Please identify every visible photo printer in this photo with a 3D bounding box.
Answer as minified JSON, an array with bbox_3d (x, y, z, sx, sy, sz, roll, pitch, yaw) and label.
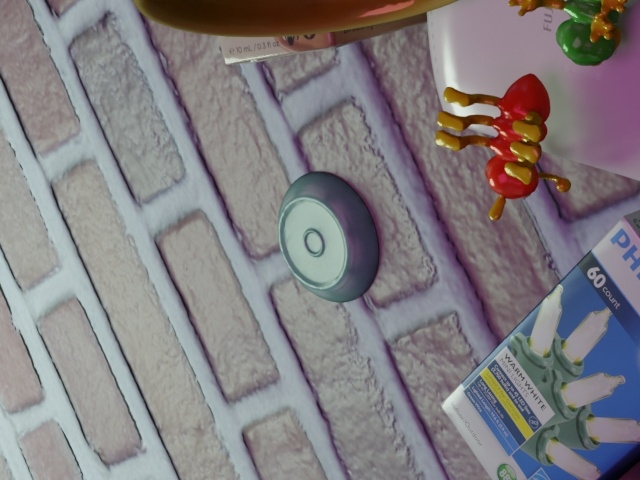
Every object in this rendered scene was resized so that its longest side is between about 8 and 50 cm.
[{"bbox_3d":[0.204,-0.176,1.292,0.307,0.107,0.256,21,119,39],"label":"photo printer"}]

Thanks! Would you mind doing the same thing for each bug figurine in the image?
[{"bbox_3d":[0.208,-0.077,1.195,0.279,0.072,0.216,31,120,38],"label":"bug figurine"}]

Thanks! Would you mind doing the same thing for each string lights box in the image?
[{"bbox_3d":[0.216,0.099,1.402,0.133,0.076,0.260,55,134,18],"label":"string lights box"}]

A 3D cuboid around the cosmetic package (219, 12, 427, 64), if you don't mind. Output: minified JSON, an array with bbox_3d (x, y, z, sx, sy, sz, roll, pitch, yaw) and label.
[{"bbox_3d":[-0.016,-0.299,1.438,0.129,0.153,0.296,-4,103,45],"label":"cosmetic package"}]

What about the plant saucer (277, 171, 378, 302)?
[{"bbox_3d":[0.000,0.000,1.623,0.119,0.021,0.119,19,117,40],"label":"plant saucer"}]

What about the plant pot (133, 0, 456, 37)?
[{"bbox_3d":[-0.014,-0.283,1.236,0.254,0.254,0.239,-17,77,47],"label":"plant pot"}]
